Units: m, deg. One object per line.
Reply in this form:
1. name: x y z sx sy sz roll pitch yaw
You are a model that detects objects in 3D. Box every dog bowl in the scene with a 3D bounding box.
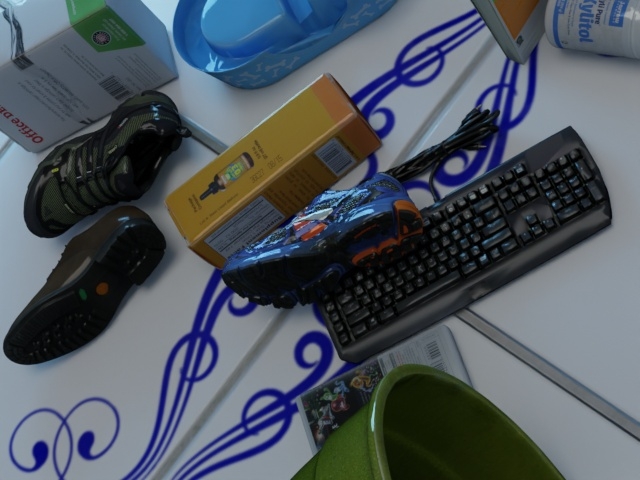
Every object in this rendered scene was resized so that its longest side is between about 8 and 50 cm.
1. dog bowl: -0.029 -0.286 1.519 0.297 0.074 0.166 -31 56 11

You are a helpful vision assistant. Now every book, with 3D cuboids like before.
1. book: 0.204 -0.257 1.338 0.035 0.144 0.096 31 83 35

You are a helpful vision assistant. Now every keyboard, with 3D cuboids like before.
1. keyboard: 0.125 -0.025 1.339 0.317 0.033 0.201 -30 56 11

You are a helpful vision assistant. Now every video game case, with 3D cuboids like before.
1. video game case: 0.078 0.198 1.261 0.173 0.022 0.190 -27 58 13

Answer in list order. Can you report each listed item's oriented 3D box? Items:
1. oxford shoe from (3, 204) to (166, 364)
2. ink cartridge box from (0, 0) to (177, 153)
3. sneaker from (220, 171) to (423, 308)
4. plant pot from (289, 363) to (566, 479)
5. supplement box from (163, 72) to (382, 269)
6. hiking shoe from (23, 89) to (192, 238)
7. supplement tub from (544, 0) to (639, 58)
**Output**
1. oxford shoe: -0.274 0.051 1.492 0.227 0.083 0.096 -43 38 1
2. ink cartridge box: -0.310 -0.218 1.580 0.219 0.160 0.092 -25 56 14
3. sneaker: 0.000 0.000 1.338 0.221 0.083 0.087 -21 42 14
4. plant pot: 0.036 0.349 1.039 0.353 0.366 0.366 -39 54 20
5. supplement box: -0.053 -0.074 1.427 0.233 0.080 0.078 -36 54 6
6. hiking shoe: -0.251 -0.079 1.511 0.227 0.086 0.114 -42 32 3
7. supplement tub: 0.288 -0.223 1.324 0.107 0.071 0.071 13 73 33
